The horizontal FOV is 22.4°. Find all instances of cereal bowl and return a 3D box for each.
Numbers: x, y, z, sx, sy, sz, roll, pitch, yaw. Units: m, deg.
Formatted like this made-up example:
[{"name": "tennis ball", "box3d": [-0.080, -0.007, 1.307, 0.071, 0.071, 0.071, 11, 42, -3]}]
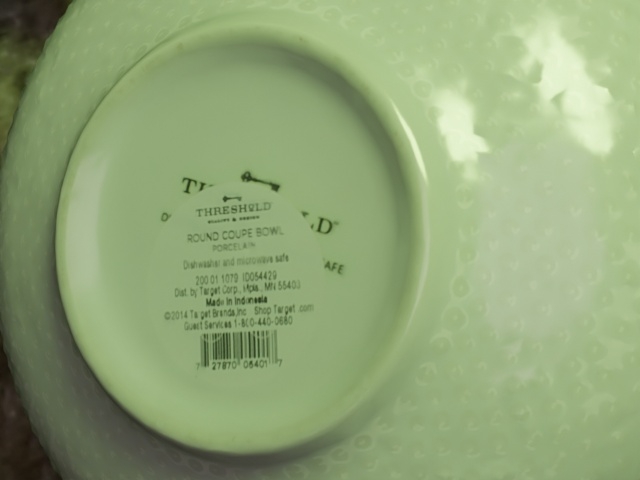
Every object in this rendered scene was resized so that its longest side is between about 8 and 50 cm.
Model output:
[{"name": "cereal bowl", "box3d": [0.000, 0.000, 0.646, 0.339, 0.141, 0.338, -2, 86, 26]}]
